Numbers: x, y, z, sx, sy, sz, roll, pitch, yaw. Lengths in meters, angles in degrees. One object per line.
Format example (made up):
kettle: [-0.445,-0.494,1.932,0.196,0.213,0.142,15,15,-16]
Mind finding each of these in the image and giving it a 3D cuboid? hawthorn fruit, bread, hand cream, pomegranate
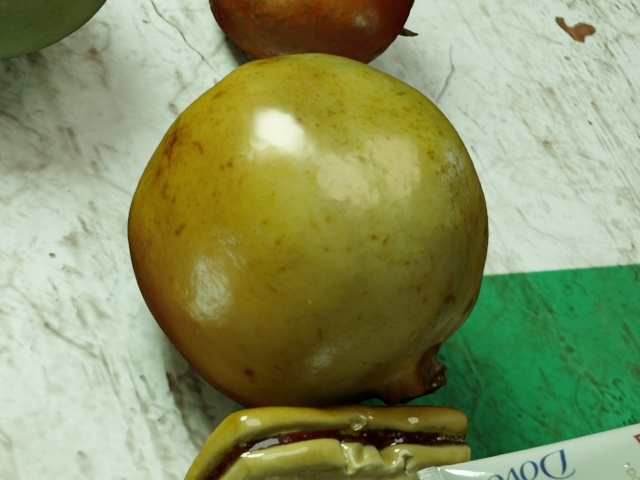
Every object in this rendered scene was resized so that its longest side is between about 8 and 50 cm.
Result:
hawthorn fruit: [0.008,-0.220,1.406,0.200,0.179,0.179,34,38,-32]
bread: [0.009,0.166,1.084,0.200,0.116,0.077,3,54,-29]
hand cream: [0.196,0.172,1.071,0.248,0.083,0.133,-16,56,-23]
pomegranate: [0.000,0.000,1.129,0.264,0.264,0.264,17,45,-18]

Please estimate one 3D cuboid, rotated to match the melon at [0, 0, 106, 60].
melon: [-0.297,-0.262,1.173,0.330,0.268,0.268,12,46,-12]
